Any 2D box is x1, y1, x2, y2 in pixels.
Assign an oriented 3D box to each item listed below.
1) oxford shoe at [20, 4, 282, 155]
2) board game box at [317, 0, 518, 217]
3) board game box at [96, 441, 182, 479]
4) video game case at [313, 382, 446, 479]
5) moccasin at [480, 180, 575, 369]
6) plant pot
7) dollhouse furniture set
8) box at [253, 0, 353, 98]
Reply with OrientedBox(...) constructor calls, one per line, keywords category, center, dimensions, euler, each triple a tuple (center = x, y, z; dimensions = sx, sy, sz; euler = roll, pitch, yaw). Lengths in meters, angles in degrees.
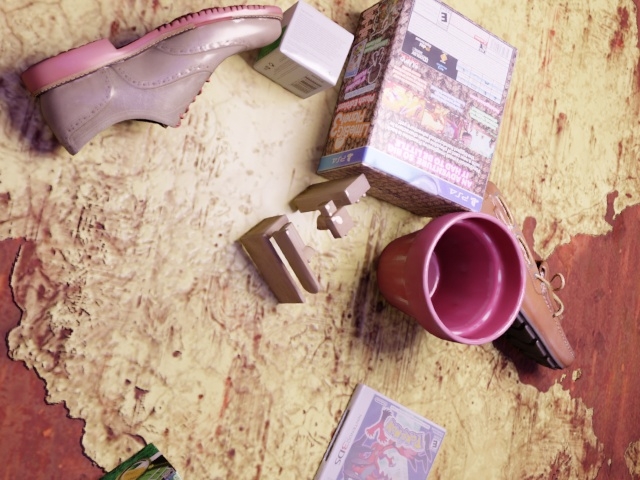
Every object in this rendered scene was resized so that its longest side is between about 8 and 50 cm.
OrientedBox(category="oxford shoe", center=(-0.198, -0.219, 0.826), dimensions=(0.348, 0.123, 0.130), euler=(-24, 105, -16))
OrientedBox(category="board game box", center=(0.158, -0.210, 0.997), dimensions=(0.232, 0.141, 0.291), euler=(20, 81, -27))
OrientedBox(category="board game box", center=(-0.298, 0.351, 0.753), dimensions=(0.260, 0.136, 0.030), euler=(-32, 101, -25))
OrientedBox(category="video game case", center=(0.103, 0.362, 1.032), dimensions=(0.201, 0.023, 0.183), euler=(33, 75, -24))
OrientedBox(category="moccasin", center=(0.358, 0.069, 1.118), dimensions=(0.147, 0.139, 0.380), euler=(-36, 97, -15))
OrientedBox(category="plant pot", center=(0.190, 0.056, 0.992), dimensions=(0.201, 0.180, 0.201), euler=(0, 90, -29))
OrientedBox(category="dollhouse furniture set", center=(0.000, 0.000, 0.926), dimensions=(0.151, 0.144, 0.123), euler=(-45, 115, -36))
OrientedBox(category="box", center=(-0.026, -0.280, 0.920), dimensions=(0.102, 0.101, 0.087), euler=(27, 77, -25))
